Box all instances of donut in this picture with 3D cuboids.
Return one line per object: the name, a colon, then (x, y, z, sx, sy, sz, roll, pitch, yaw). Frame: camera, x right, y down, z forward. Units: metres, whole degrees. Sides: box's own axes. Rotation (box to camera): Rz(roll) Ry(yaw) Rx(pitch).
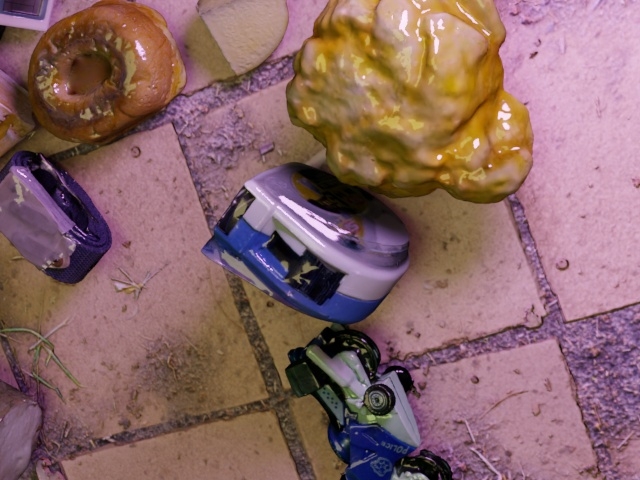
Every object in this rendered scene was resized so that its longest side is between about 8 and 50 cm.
donut: (-0.353, -0.271, 1.921, 0.261, 0.128, 0.208, -32, 88, 26)

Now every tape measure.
tape measure: (-0.001, -0.002, 1.759, 0.262, 0.259, 0.138, 34, 114, 12)

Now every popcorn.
popcorn: (0.118, -0.201, 1.637, 0.293, 0.292, 0.334, -35, 122, -5)

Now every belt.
belt: (-0.452, -0.045, 2.015, 0.230, 0.139, 0.126, 49, 118, 8)

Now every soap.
soap: (-0.630, -0.186, 2.055, 0.274, 0.089, 0.173, -34, 121, 27)

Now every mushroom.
mushroom: (-0.497, 0.448, 2.229, 0.049, 0.019, 0.101, -26, 94, 28)

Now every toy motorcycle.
toy motorcycle: (0.066, 0.292, 1.888, 0.196, 0.125, 0.331, -29, 95, 26)

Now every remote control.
remote control: (-0.464, -0.478, 1.926, 0.055, 0.103, 0.277, 46, 125, 51)

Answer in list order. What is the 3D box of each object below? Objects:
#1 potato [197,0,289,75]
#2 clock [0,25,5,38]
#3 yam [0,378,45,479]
potato: (-0.098, -0.341, 1.836, 0.149, 0.081, 0.120, -22, 125, 11)
clock: (-0.702, -0.452, 2.058, 0.386, 0.076, 0.386, 6, 106, 22)
yam: (-0.663, 0.309, 2.170, 0.300, 0.195, 0.195, 26, 112, 14)
